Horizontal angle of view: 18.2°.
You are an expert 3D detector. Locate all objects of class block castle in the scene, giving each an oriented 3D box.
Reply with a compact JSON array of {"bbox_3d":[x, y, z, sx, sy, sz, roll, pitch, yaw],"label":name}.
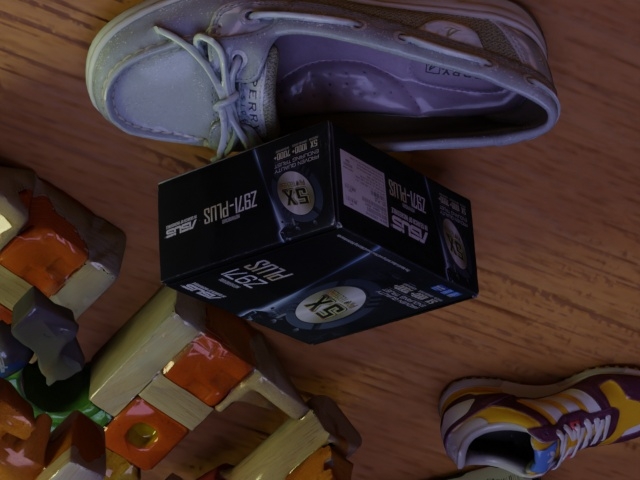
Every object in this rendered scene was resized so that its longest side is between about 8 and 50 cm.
[{"bbox_3d":[-0.189,0.156,1.393,0.453,0.303,0.213,36,114,-23],"label":"block castle"}]

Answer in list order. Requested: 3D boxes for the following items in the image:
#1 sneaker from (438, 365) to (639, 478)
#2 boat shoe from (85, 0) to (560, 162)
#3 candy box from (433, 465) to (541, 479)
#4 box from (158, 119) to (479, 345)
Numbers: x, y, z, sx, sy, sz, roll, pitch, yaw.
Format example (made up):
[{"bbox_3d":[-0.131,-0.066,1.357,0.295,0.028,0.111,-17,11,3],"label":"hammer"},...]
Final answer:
[{"bbox_3d":[0.186,0.148,1.545,0.185,0.084,0.070,-5,123,0],"label":"sneaker"},{"bbox_3d":[0.001,-0.108,1.354,0.320,0.103,0.118,1,123,-5],"label":"boat shoe"},{"bbox_3d":[0.083,0.280,1.630,0.233,0.071,0.159,-15,123,5],"label":"candy box"},{"bbox_3d":[0.000,0.000,1.372,0.147,0.078,0.180,-18,154,31],"label":"box"}]
